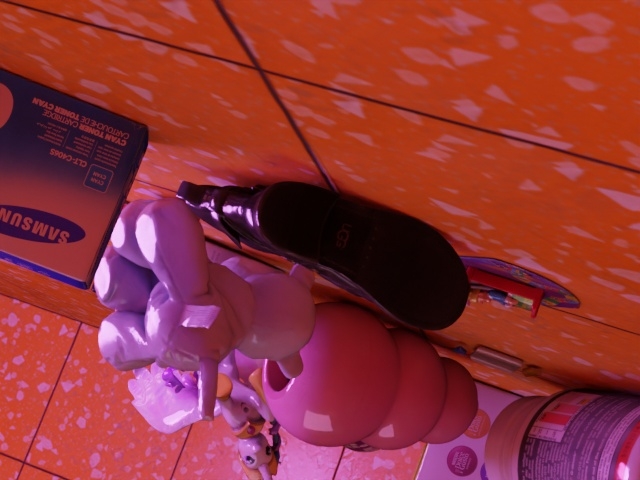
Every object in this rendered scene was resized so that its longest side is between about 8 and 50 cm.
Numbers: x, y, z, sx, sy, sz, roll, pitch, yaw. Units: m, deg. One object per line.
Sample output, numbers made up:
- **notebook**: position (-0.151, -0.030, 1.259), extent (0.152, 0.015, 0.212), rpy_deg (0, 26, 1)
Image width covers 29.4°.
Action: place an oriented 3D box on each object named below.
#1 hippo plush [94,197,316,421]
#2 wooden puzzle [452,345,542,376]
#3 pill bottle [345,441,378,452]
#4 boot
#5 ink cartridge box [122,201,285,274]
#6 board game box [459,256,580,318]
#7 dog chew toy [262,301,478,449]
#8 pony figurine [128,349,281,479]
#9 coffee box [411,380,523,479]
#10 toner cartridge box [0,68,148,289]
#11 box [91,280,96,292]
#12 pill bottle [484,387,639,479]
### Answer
- **hippo plush**: position (-0.117, 0.060, 1.506), extent (0.237, 0.234, 0.294), rpy_deg (-3, -170, -38)
- **wooden puzzle**: position (0.248, 0.166, 1.709), extent (0.116, 0.014, 0.078), rpy_deg (21, 165, -3)
- **pill bottle**: position (0.049, 0.290, 2.246), extent (0.169, 0.169, 0.301), rpy_deg (16, 168, 22)
- **boot**: position (0.000, 0.000, 1.220), extent (0.263, 0.091, 0.229), rpy_deg (29, 172, -20)
- **ink cartridge box**: position (-0.224, 0.029, 1.759), extent (0.261, 0.066, 0.296), rpy_deg (24, 168, -21)
- **board game box**: position (0.181, 0.056, 1.250), extent (0.133, 0.033, 0.169), rpy_deg (28, 167, -31)
- **dog chew toy**: position (0.085, 0.210, 1.761), extent (0.332, 0.206, 0.207), rpy_deg (18, 171, -28)
- **pony figurine**: position (-0.183, 0.263, 2.243), extent (0.351, 0.303, 0.363), rpy_deg (51, 161, 38)
- **coffee box**: position (0.324, 0.461, 2.134), extent (0.334, 0.337, 0.338), rpy_deg (20, 170, 9)
- **toner cartridge box**: position (-0.356, -0.092, 1.165), extent (0.348, 0.165, 0.075), rpy_deg (21, 169, -5)
- **box**: position (-0.223, 0.087, 1.751), extent (0.191, 0.045, 0.184), rpy_deg (24, 166, -16)
- **pill bottle**: position (0.384, 0.305, 1.619), extent (0.210, 0.210, 0.363), rpy_deg (25, 168, -22)
